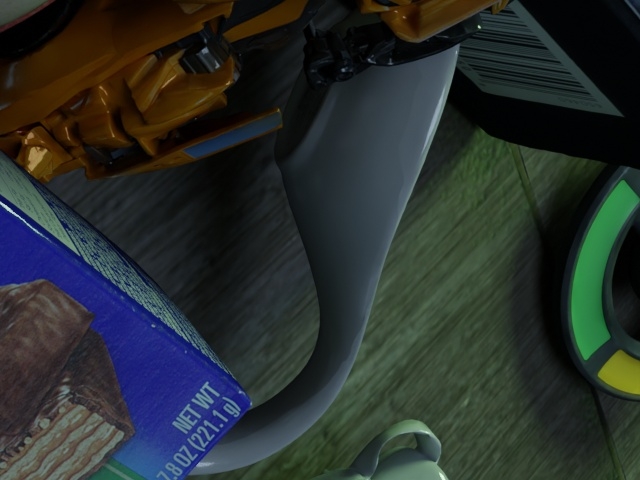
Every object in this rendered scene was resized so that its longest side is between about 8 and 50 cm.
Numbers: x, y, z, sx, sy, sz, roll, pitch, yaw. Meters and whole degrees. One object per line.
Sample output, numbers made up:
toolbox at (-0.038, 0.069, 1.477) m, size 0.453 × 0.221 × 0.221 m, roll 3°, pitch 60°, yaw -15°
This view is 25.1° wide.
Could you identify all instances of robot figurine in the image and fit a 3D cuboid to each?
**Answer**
robot figurine at (-0.049, -0.110, 0.544) m, size 0.211 × 0.291 × 0.085 m, roll 50°, pitch 30°, yaw -43°

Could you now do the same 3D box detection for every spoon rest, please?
spoon rest at (0.000, 0.000, 0.694) m, size 0.084 × 0.137 × 0.276 m, roll 24°, pitch 110°, yaw -16°

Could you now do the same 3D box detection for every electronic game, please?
electronic game at (0.263, 0.012, 1.027) m, size 0.229 × 0.048 × 0.229 m, roll -12°, pitch 119°, yaw -23°

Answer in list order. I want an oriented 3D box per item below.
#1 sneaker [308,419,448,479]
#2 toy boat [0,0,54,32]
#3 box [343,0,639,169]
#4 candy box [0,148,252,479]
sneaker at (0.039, 0.284, 0.855) m, size 0.210 × 0.137 × 0.365 m, roll -37°, pitch 124°, yaw -29°
toy boat at (-0.139, -0.158, 0.371) m, size 0.151 × 0.151 × 0.231 m, roll -32°, pitch 106°, yaw -7°
box at (0.176, -0.272, 0.764) m, size 0.293 × 0.212 × 0.395 m, roll 33°, pitch 78°, yaw -46°
candy box at (-0.219, 0.054, 0.481) m, size 0.268 × 0.122 × 0.317 m, roll -48°, pitch 133°, yaw -1°
